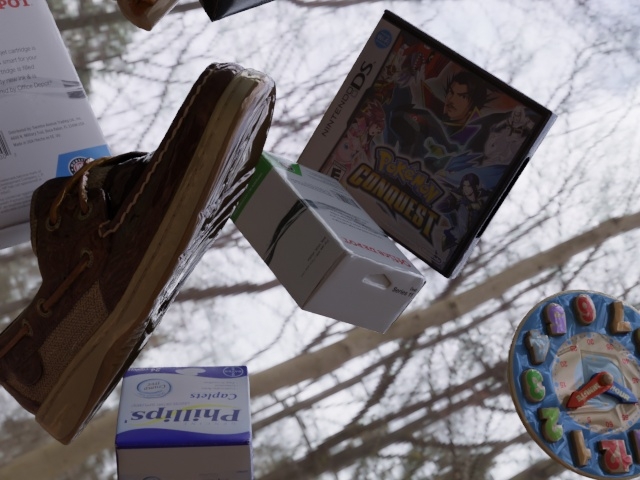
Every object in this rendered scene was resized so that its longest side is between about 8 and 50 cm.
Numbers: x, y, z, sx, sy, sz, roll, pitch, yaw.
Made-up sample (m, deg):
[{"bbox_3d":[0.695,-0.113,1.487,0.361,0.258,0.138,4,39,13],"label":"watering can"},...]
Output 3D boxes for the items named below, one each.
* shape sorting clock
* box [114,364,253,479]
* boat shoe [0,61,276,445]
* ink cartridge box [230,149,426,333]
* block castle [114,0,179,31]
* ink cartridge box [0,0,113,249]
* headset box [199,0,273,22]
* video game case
[{"bbox_3d":[0.290,0.147,1.187,0.206,0.206,0.040,64,-25,9],"label":"shape sorting clock"},{"bbox_3d":[-0.128,0.184,1.091,0.137,0.126,0.072,-102,-167,-64],"label":"box"},{"bbox_3d":[-0.151,0.000,0.798,0.123,0.123,0.342,35,-55,0],"label":"boat shoe"},{"bbox_3d":[0.000,0.000,1.293,0.087,0.153,0.208,-54,-133,15],"label":"ink cartridge box"},{"bbox_3d":[-0.271,-0.469,1.238,0.453,0.213,0.303,41,-12,-2],"label":"block castle"},{"bbox_3d":[-0.254,-0.094,0.871,0.082,0.139,0.191,-30,-97,47],"label":"ink cartridge box"},{"bbox_3d":[0.034,-0.273,0.650,0.131,0.246,0.283,60,-23,13],"label":"headset box"},{"bbox_3d":[0.129,-0.128,1.489,0.275,0.035,0.248,37,-76,24],"label":"video game case"}]
